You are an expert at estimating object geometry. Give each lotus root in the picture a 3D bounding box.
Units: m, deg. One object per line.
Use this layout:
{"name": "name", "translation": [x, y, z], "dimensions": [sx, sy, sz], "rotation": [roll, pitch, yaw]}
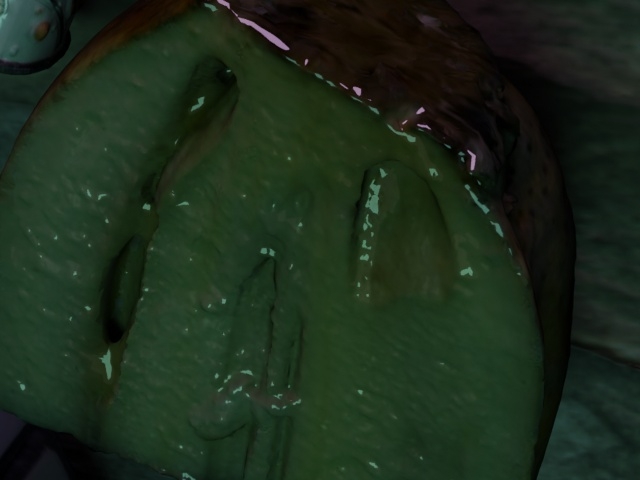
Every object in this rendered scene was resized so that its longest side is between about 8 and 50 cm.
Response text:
{"name": "lotus root", "translation": [-0.010, -0.013, 0.666], "dimensions": [0.267, 0.149, 0.260], "rotation": [17, 130, 13]}

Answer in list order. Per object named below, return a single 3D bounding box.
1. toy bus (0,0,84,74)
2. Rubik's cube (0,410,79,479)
{"name": "toy bus", "translation": [-0.190, -0.152, 0.670], "dimensions": [0.194, 0.087, 0.089], "rotation": [30, 117, -2]}
{"name": "Rubik's cube", "translation": [-0.330, 0.192, 0.791], "dimensions": [0.318, 0.316, 0.313], "rotation": [-9, 115, 25]}
